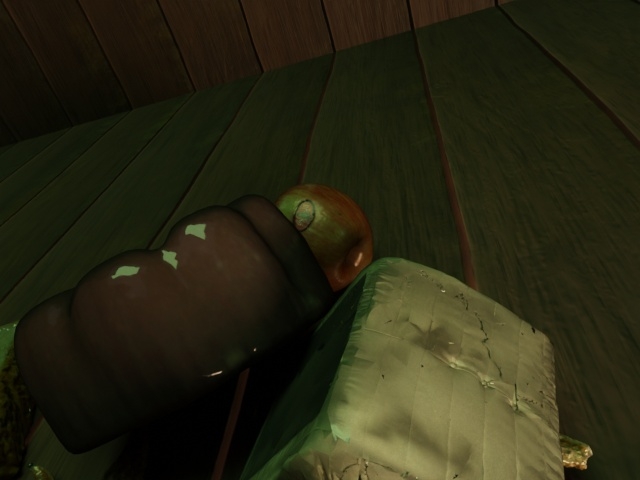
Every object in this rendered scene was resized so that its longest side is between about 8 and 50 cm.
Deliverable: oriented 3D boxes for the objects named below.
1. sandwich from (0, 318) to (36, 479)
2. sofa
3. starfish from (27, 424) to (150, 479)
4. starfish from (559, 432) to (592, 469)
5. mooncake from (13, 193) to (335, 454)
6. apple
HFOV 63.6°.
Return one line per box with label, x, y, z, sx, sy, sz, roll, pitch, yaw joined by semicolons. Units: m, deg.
sandwich;-0.482;0.222;0.665;0.226;0.087;0.251;-23;31;-3
sofa;0.056;0.160;0.421;0.176;0.225;0.210;30;38;-4
starfish;-0.235;0.267;0.498;0.138;0.050;0.247;-19;20;-4
starfish;0.136;0.174;0.417;0.150;0.053;0.210;-14;34;24
mooncake;-0.145;0.077;0.539;0.306;0.154;0.306;-31;1;1
apple;0.000;0.000;0.692;0.130;0.146;0.146;21;48;31
